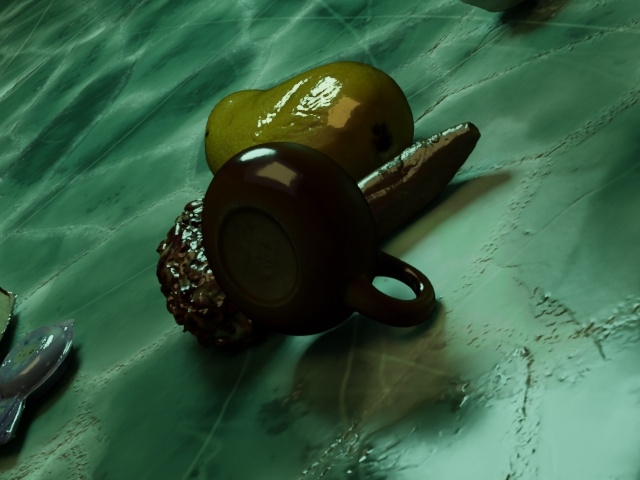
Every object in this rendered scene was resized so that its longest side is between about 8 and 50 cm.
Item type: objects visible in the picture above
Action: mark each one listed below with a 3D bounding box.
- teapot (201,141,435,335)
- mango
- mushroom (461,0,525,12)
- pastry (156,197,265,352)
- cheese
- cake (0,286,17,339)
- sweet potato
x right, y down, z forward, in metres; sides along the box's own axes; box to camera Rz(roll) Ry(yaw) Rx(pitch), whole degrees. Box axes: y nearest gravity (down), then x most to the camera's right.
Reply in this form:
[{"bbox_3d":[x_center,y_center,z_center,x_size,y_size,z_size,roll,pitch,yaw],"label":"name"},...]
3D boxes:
[{"bbox_3d":[0.000,0.000,1.198,0.252,0.178,0.135,30,41,24],"label":"teapot"},{"bbox_3d":[-0.018,-0.108,1.451,0.295,0.120,0.177,-3,49,51],"label":"mango"},{"bbox_3d":[0.233,-0.333,1.554,0.212,0.088,0.097,-45,-6,-30],"label":"mushroom"},{"bbox_3d":[-0.106,0.031,1.354,0.115,0.097,0.208,-42,26,12],"label":"pastry"},{"bbox_3d":[-0.326,0.156,1.470,0.105,0.042,0.191,-18,33,36],"label":"cheese"},{"bbox_3d":[-0.531,0.079,1.636,0.159,0.262,0.158,-50,17,18],"label":"cake"},{"bbox_3d":[0.052,-0.025,1.295,0.255,0.058,0.078,-44,45,-6],"label":"sweet potato"}]
